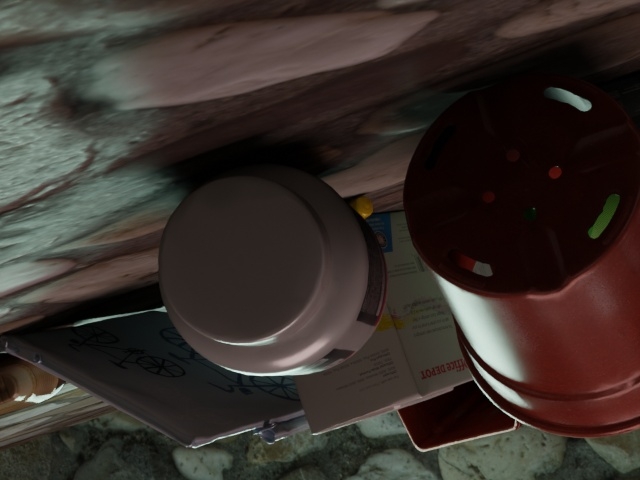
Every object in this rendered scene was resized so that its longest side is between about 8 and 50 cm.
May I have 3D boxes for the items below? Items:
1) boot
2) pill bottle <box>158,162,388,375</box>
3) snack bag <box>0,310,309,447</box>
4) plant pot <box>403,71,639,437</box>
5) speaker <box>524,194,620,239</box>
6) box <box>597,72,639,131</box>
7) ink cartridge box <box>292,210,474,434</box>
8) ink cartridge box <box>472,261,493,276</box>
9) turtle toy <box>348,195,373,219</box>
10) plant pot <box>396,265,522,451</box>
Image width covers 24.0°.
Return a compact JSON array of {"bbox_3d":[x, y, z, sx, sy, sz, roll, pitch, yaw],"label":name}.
[{"bbox_3d":[-0.425,0.188,1.935,0.248,0.090,0.207,-12,-178,21],"label":"boot"},{"bbox_3d":[-0.040,0.028,1.297,0.176,0.176,0.318,-19,173,5],"label":"pill bottle"},{"bbox_3d":[-0.177,0.173,1.878,0.323,0.037,0.342,24,-165,27],"label":"snack bag"},{"bbox_3d":[0.207,0.002,1.309,0.272,0.272,0.265,-20,149,15],"label":"plant pot"},{"bbox_3d":[0.348,-0.052,1.842,0.296,0.131,0.131,-12,171,-41],"label":"speaker"},{"bbox_3d":[0.312,-0.126,1.516,0.220,0.051,0.175,-18,173,-2],"label":"box"},{"bbox_3d":[0.058,0.101,1.879,0.168,0.233,0.171,-24,171,30],"label":"ink cartridge box"},{"bbox_3d":[0.131,0.063,2.196,0.231,0.134,0.078,-15,173,-19],"label":"ink cartridge box"},{"bbox_3d":[0.000,0.000,1.637,0.130,0.066,0.095,-12,171,-43],"label":"turtle toy"},{"bbox_3d":[0.256,0.156,2.453,0.235,0.267,0.267,-28,-178,-36],"label":"plant pot"}]
